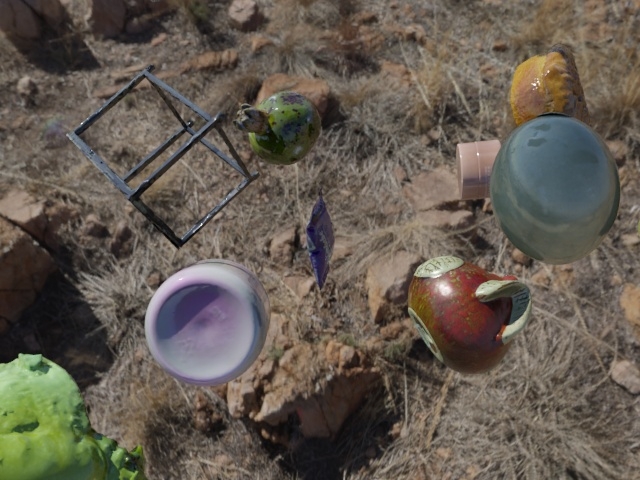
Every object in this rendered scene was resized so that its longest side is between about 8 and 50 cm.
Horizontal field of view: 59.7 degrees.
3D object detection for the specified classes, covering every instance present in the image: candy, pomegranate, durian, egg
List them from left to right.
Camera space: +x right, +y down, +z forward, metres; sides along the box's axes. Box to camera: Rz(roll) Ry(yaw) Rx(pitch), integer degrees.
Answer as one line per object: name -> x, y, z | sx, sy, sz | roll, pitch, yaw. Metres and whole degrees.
durian -> -0.440, 0.304, 0.783 | 0.339, 0.204, 0.256 | -10, 66, -36
pomegranate -> -0.115, -0.301, 1.468 | 0.247, 0.202, 0.202 | 7, 37, -48
candy -> 0.000, 0.000, 1.610 | 0.070, 0.275, 0.145 | 3, 33, 14
egg -> 0.360, -0.073, 0.864 | 0.186, 0.253, 0.186 | -13, 29, 7

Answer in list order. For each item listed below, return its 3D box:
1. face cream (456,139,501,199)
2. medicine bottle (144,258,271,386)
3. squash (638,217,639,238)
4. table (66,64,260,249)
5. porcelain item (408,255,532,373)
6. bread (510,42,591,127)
face cream -> 0.412, -0.182, 1.447 | 0.104, 0.149, 0.149 | -4, 50, 10
medicine bottle -> -0.241, 0.169, 1.283 | 0.256, 0.325, 0.256 | 0, 94, -3
squash -> 0.617, -0.029, 0.915 | 0.204, 0.155, 0.237 | 36, 41, -2
table -> -0.375, -0.207, 1.343 | 0.272, 0.222, 0.335 | -44, 55, -11
porcelain item -> 0.300, 0.129, 1.104 | 0.252, 0.253, 0.253 | 1, 51, -1
bread -> 0.473, -0.284, 1.162 | 0.134, 0.129, 0.260 | -3, 81, -52
